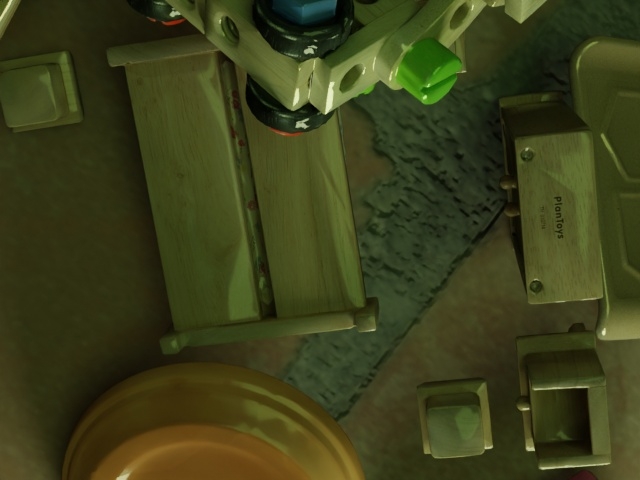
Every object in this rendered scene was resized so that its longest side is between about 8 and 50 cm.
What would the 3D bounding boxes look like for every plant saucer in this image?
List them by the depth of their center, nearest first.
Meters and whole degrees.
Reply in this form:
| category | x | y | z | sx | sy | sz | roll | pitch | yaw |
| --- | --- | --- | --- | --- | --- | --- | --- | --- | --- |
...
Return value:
| category | x | y | z | sx | sy | sz | roll | pitch | yaw |
| --- | --- | --- | --- | --- | --- | --- | --- | --- | --- |
| plant saucer | -0.070 | 0.170 | 0.751 | 0.200 | 0.037 | 0.200 | 3 | 119 | 5 |

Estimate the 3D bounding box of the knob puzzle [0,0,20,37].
| category | x | y | z | sx | sy | sz | roll | pitch | yaw |
| --- | --- | --- | --- | --- | --- | --- | --- | --- | --- |
| knob puzzle | -0.211 | -0.236 | 0.645 | 0.030 | 0.213 | 0.213 | -17 | 106 | -59 |

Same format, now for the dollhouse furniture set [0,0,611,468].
| category | x | y | z | sx | sy | sz | roll | pitch | yaw |
| --- | --- | --- | --- | --- | --- | --- | --- | --- | --- |
| dollhouse furniture set | 0.000 | 0.000 | 0.797 | 0.355 | 0.174 | 0.303 | -6 | 102 | 8 |

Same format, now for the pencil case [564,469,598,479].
| category | x | y | z | sx | sy | sz | roll | pitch | yaw |
| --- | --- | --- | --- | --- | --- | --- | --- | --- | --- |
| pencil case | 0.143 | 0.263 | 0.860 | 0.209 | 0.095 | 0.098 | -29 | 126 | -11 |

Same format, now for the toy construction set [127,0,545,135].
| category | x | y | z | sx | sy | sz | roll | pitch | yaw |
| --- | --- | --- | --- | --- | --- | --- | --- | --- | --- |
| toy construction set | 0.009 | -0.179 | 0.631 | 0.215 | 0.328 | 0.151 | -35 | 141 | -28 |

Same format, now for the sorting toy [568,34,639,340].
| category | x | y | z | sx | sy | sz | roll | pitch | yaw |
| --- | --- | --- | --- | --- | --- | --- | --- | --- | --- |
| sorting toy | 0.255 | -0.035 | 0.849 | 0.193 | 0.038 | 0.208 | 0 | 85 | -34 |
